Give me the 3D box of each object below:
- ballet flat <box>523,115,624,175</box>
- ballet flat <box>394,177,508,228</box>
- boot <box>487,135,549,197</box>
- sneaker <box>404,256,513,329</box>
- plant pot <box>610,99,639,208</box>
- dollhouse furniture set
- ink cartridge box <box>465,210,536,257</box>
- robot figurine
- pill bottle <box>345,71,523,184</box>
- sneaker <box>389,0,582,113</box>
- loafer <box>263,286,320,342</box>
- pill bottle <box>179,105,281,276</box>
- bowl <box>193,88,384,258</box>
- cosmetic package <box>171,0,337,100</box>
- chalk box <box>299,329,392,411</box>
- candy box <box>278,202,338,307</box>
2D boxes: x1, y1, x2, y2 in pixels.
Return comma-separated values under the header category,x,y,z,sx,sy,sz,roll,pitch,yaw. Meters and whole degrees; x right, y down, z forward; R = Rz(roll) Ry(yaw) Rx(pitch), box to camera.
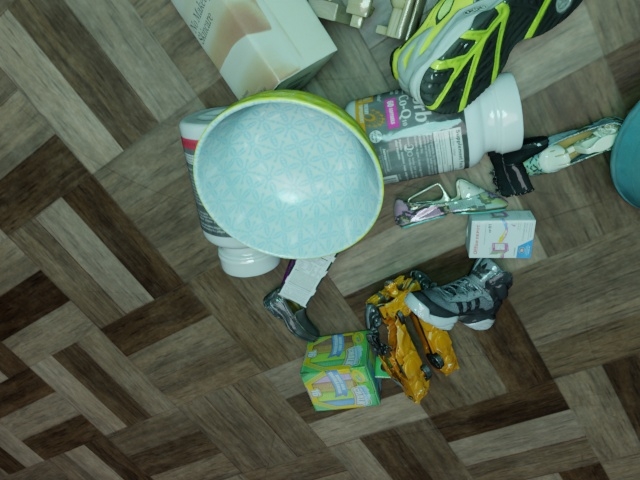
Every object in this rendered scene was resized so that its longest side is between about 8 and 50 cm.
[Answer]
category,x,y,z,sx,sy,sz,roll,pitch,yaw
ballet flat,0.457,-0.166,0.829,0.188,0.070,0.070,-27,111,22
ballet flat,0.255,-0.079,0.914,0.222,0.077,0.079,-10,97,15
boot,0.372,-0.134,0.850,0.121,0.045,0.099,-6,113,49
sneaker,0.295,0.099,0.948,0.269,0.101,0.153,12,113,-37
plant pot,0.648,-0.112,0.685,0.272,0.255,0.271,-2,120,-4
dollhouse furniture set,0.085,-0.404,0.734,0.151,0.144,0.123,22,116,14
ink cartridge box,0.364,-0.012,0.936,0.122,0.052,0.088,0,118,11
robot figurine,0.200,0.210,1.032,0.211,0.085,0.291,-32,108,-21
pill bottle,0.193,-0.195,0.804,0.278,0.162,0.162,-10,116,14
sneaker,0.261,-0.362,0.684,0.385,0.147,0.145,-40,137,-2
loafer,-0.059,0.182,1.112,0.170,0.062,0.061,42,112,-15
pill bottle,-0.160,-0.093,0.912,0.176,0.176,0.318,0,118,10
bowl,-0.041,-0.124,0.745,0.290,0.156,0.289,4,130,5
cosmetic package,-0.127,-0.369,0.723,0.296,0.129,0.153,55,156,-7
chalk box,0.077,0.315,1.120,0.213,0.132,0.132,-13,116,15
candy box,0.000,0.000,0.945,0.071,0.159,0.233,26,119,-7
